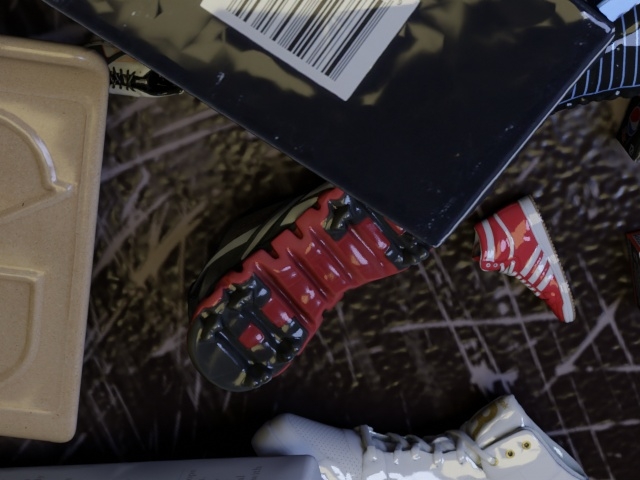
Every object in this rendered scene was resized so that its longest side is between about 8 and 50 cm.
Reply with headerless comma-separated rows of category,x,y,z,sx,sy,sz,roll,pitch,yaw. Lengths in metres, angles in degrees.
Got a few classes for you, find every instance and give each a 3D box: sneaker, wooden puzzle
sneaker,0.212,-0.136,0.977,0.232,0.081,0.090,-36,106,13
wooden puzzle,-0.330,-0.013,0.948,0.322,0.080,0.347,8,118,-6
sneaker,0.098,0.186,1.114,0.293,0.108,0.169,30,103,-19
sneaker,0.169,0.026,1.068,0.067,0.042,0.118,-24,106,4
sneaker,0.000,0.000,1.013,0.276,0.135,0.097,-39,115,-4
sneaker,-0.150,-0.131,0.984,0.109,0.043,0.040,-2,116,0

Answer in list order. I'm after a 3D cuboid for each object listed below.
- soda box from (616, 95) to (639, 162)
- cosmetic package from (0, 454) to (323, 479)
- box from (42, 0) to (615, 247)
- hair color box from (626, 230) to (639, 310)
soda box,0.331,-0.076,1.020,0.169,0.060,0.053,13,112,-8
cosmetic package,-0.225,0.311,1.024,0.453,0.230,0.161,-5,117,16
box,-0.003,-0.188,0.827,0.296,0.294,0.182,32,111,-15
hair color box,0.337,0.017,1.072,0.141,0.043,0.072,-12,114,2
